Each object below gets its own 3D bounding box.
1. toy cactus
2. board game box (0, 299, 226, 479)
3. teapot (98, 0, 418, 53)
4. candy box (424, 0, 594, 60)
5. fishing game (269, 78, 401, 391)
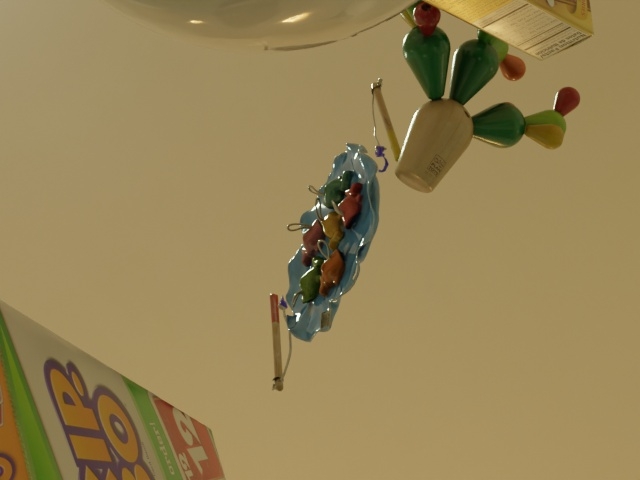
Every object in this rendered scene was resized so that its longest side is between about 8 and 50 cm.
[{"bbox_3d":[0.123,-0.118,1.044,0.219,0.112,0.180,43,-110,-43],"label":"toy cactus"},{"bbox_3d":[-0.084,0.110,0.534,0.039,0.124,0.259,-24,-25,9],"label":"board game box"},{"bbox_3d":[-0.003,-0.197,0.594,0.252,0.187,0.256,-25,-99,25],"label":"teapot"},{"bbox_3d":[0.109,-0.208,0.906,0.186,0.109,0.053,17,-29,-42],"label":"candy box"},{"bbox_3d":[0.000,0.000,1.158,0.041,0.189,0.264,17,-56,-17],"label":"fishing game"}]
